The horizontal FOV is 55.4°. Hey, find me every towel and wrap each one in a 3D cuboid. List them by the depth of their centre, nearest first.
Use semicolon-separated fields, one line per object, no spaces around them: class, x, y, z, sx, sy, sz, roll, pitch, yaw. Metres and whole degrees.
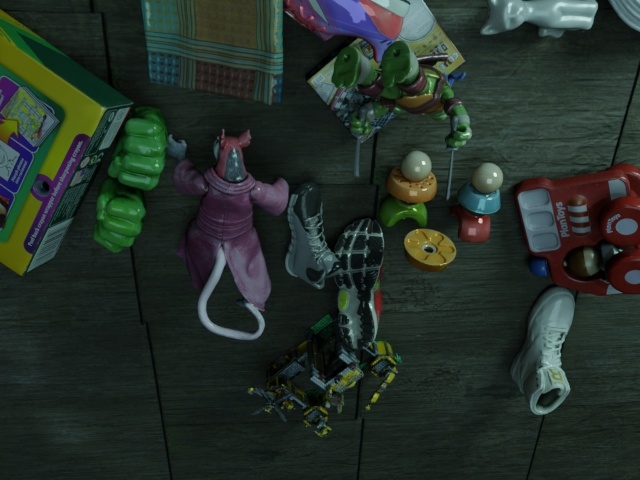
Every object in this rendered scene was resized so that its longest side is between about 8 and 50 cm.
towel;-0.180;-0.414;0.963;0.272;0.040;0.370;15;122;21

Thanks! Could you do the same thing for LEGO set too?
LEGO set;0.021;0.334;1.386;0.331;0.192;0.255;-33;117;13

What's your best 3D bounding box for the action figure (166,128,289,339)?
action figure;-0.190;-0.039;1.124;0.248;0.275;0.370;8;132;-3

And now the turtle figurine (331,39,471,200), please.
turtle figurine;0.136;-0.198;1.010;0.274;0.198;0.266;-51;145;13

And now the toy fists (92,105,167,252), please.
toy fists;-0.351;-0.109;1.117;0.096;0.142;0.279;14;117;-29

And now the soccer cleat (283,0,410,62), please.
soccer cleat;-0.017;-0.396;0.998;0.318;0.108;0.116;18;111;-7

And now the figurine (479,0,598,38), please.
figurine;0.364;-0.440;1.004;0.210;0.092;0.214;-8;123;-24

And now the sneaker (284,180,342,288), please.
sneaker;0.000;0.000;1.222;0.086;0.132;0.228;-24;135;-34

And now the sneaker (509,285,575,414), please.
sneaker;0.542;0.266;1.414;0.108;0.169;0.292;6;118;-7

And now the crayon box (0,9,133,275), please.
crayon box;-0.547;-0.174;1.046;0.313;0.106;0.363;36;112;-1

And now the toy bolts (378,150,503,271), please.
toy bolts;0.251;-0.068;1.177;0.229;0.218;0.158;-2;133;-13

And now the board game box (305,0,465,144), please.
board game box;0.117;-0.315;1.113;0.243;0.042;0.165;-37;116;15

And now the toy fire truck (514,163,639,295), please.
toy fire truck;0.560;-0.011;1.281;0.254;0.169;0.302;-7;122;27

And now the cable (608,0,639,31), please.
cable;0.589;-0.461;0.987;0.257;0.089;0.257;39;136;7

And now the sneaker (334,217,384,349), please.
sneaker;0.087;0.090;1.304;0.107;0.118;0.278;6;96;17
